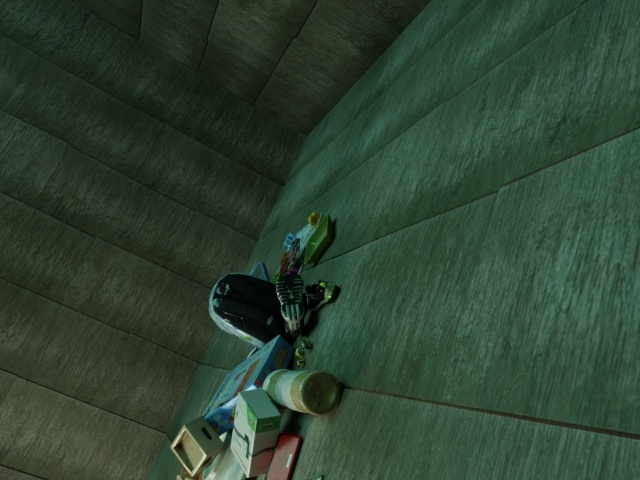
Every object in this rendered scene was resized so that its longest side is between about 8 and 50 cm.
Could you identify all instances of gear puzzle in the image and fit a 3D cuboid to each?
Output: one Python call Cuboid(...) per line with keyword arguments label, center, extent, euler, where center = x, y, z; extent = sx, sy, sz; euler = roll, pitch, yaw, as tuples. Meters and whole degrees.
Cuboid(label="gear puzzle", center=(-0.196, 0.138, 2.532), extent=(0.338, 0.044, 0.175), euler=(-56, 16, 22))

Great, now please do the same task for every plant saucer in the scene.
Cuboid(label="plant saucer", center=(0.000, 0.000, 2.304), extent=(0.188, 0.045, 0.188), euler=(-55, 16, 28))
Cuboid(label="plant saucer", center=(-0.323, 0.757, 1.857), extent=(0.400, 0.101, 0.400), euler=(-60, 10, 18))

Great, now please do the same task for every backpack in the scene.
Cuboid(label="backpack", center=(-0.273, 0.280, 2.112), extent=(0.273, 0.356, 0.290), euler=(-35, 31, 63))

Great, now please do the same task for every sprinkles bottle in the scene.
Cuboid(label="sprinkles bottle", center=(-0.066, 0.441, 1.557), extent=(0.355, 0.121, 0.121), euler=(-31, 34, 64))

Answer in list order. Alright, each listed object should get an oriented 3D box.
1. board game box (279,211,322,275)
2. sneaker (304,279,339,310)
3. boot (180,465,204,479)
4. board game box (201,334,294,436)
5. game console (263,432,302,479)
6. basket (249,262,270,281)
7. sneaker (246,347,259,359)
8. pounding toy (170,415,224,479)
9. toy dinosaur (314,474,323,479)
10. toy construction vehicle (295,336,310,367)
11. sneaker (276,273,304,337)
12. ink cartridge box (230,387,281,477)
Cuboid(label="board game box", center=(-0.145, 0.080, 2.654), extent=(0.390, 0.050, 0.389), euler=(-36, 30, 59))
Cuboid(label="sneaker", center=(-0.016, 0.186, 1.908), extent=(0.235, 0.097, 0.084), euler=(-39, 26, 57))
Cuboid(label="boot", center=(-0.485, 0.977, 2.174), extent=(0.264, 0.096, 0.280), euler=(-56, 21, -5))
Cuboid(label="board game box", center=(-0.260, 0.519, 1.891), extent=(0.302, 0.086, 0.308), euler=(-39, 9, 24))
Cuboid(label="game console", center=(-0.102, 0.643, 1.532), extent=(0.124, 0.085, 0.143), euler=(-6, 52, 35))
Cuboid(label="basket", center=(-0.293, 0.280, 2.427), extent=(0.254, 0.201, 0.288), euler=(-53, 48, 29))
Cuboid(label="sneaker", center=(-0.294, 0.533, 2.251), extent=(0.269, 0.090, 0.145), euler=(-64, 17, 1))
Cuboid(label="pounding toy", center=(-0.405, 0.725, 1.762), extent=(0.094, 0.181, 0.206), euler=(-13, -39, -55))
Cuboid(label="toy dinosaur", center=(-0.089, 0.681, 1.327), extent=(0.268, 0.064, 0.118), euler=(-47, 14, 36))
Cuboid(label="toy construction vehicle", center=(-0.059, 0.386, 1.831), extent=(0.098, 0.035, 0.085), euler=(-130, 58, -78))
Cuboid(label="sneaker", center=(-0.110, 0.257, 1.994), extent=(0.281, 0.107, 0.162), euler=(-94, 1, -59))
Cuboid(label="ink cartridge box", center=(-0.198, 0.583, 1.608), extent=(0.153, 0.087, 0.208), euler=(30, 116, 55))
